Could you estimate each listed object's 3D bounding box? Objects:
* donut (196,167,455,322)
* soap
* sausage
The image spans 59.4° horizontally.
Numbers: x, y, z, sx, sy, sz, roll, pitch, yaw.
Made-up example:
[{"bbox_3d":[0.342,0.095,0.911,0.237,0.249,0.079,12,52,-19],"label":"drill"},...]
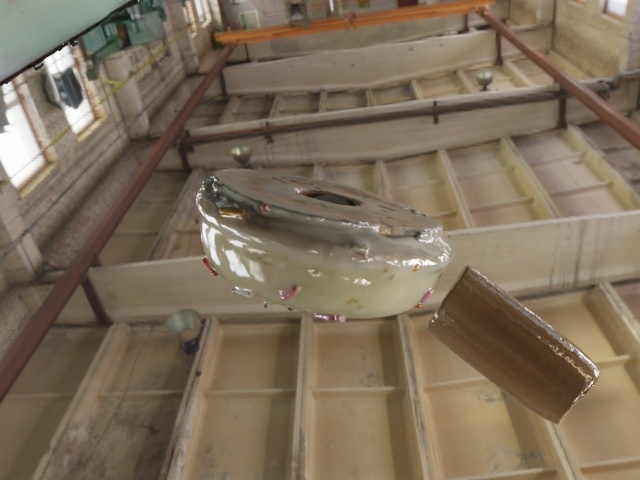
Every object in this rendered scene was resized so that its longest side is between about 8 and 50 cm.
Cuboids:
[{"bbox_3d":[0.000,0.000,0.820,0.382,0.143,0.382,13,-166,-3],"label":"donut"},{"bbox_3d":[-0.261,-0.261,0.547,0.230,0.091,0.145,-22,-128,16],"label":"soap"},{"bbox_3d":[0.285,0.158,0.827,0.253,0.123,0.123,37,-134,12],"label":"sausage"}]
